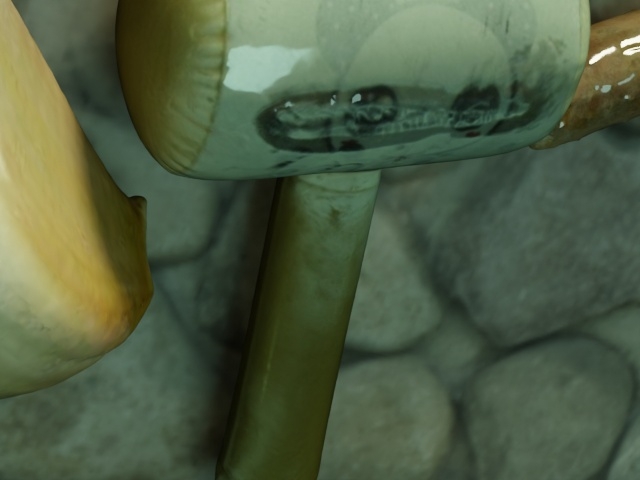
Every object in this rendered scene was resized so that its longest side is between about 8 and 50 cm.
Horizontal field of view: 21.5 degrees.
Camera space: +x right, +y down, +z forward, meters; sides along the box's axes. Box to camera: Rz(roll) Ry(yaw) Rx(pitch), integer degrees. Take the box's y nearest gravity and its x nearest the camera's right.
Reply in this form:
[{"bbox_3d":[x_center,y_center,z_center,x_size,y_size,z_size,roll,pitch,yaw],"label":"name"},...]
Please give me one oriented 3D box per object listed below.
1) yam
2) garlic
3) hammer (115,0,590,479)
[{"bbox_3d":[0.194,-0.095,0.823,0.241,0.057,0.056,-17,123,-21],"label":"yam"},{"bbox_3d":[-0.154,-0.040,0.638,0.164,0.145,0.245,-48,132,-36],"label":"garlic"},{"bbox_3d":[0.000,0.000,0.745,0.202,0.113,0.305,-4,123,-23],"label":"hammer"}]
